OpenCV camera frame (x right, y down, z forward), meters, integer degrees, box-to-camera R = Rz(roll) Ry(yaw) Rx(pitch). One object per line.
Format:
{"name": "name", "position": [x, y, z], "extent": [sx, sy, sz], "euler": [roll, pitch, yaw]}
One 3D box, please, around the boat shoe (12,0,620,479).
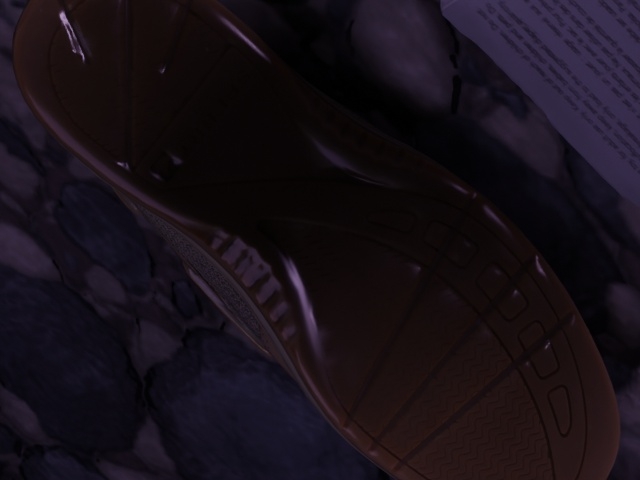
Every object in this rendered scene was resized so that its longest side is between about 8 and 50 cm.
{"name": "boat shoe", "position": [0.000, 0.000, 0.771], "extent": [0.302, 0.109, 0.098], "euler": [41, 178, -7]}

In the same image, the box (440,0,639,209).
{"name": "box", "position": [0.138, -0.102, 0.490], "extent": [0.114, 0.203, 0.103], "euler": [44, 139, -12]}
